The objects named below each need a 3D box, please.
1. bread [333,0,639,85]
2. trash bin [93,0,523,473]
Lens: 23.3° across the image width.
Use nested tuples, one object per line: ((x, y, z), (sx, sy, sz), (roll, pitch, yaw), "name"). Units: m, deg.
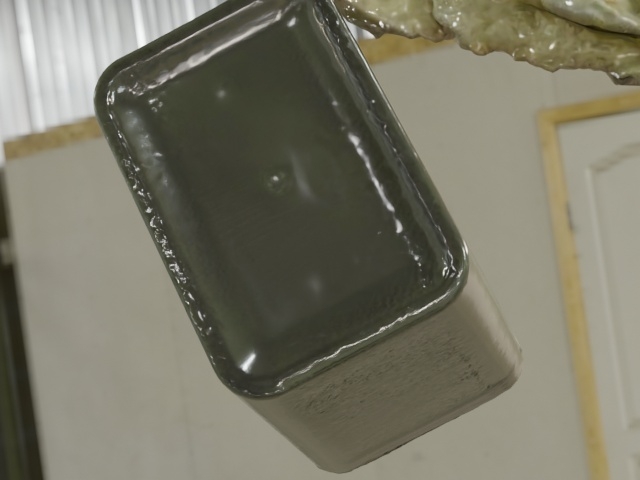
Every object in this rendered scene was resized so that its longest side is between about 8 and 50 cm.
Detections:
((0.156, -0.246, 0.990), (0.316, 0.211, 0.270), (17, 32, 14), "bread")
((0.000, 0.000, 0.698), (0.122, 0.164, 0.240), (-28, -17, 2), "trash bin")
